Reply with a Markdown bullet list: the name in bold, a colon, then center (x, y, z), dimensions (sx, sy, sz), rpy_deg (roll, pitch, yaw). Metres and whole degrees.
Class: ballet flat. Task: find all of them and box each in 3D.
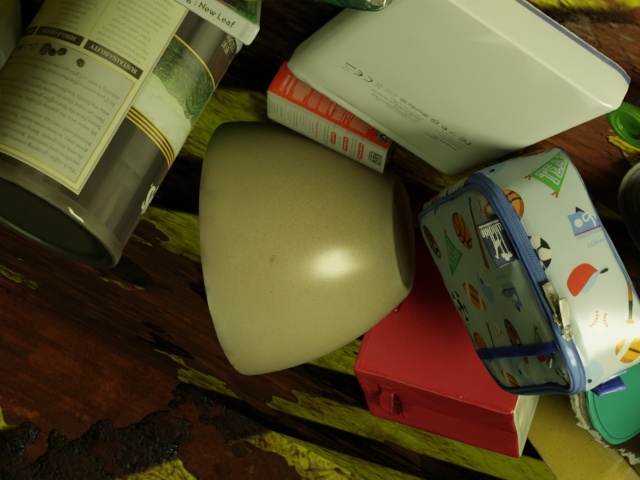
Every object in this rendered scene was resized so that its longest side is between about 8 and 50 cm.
- **ballet flat**: center (0.373, 0.187, 1.853), dimensions (0.147, 0.147, 0.409), rpy_deg (13, 157, 40)

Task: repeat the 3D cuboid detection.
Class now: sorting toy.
- **sorting toy**: center (0.291, -0.101, 1.304), dimensions (0.102, 0.042, 0.061), rpy_deg (17, 148, 54)

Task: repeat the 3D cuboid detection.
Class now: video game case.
- **video game case**: center (-0.139, -0.249, 1.395), dimensions (0.193, 0.023, 0.212), rpy_deg (31, -167, -9)

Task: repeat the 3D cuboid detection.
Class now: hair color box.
- **hair color box**: center (0.015, -0.129, 1.631), dimensions (0.141, 0.043, 0.072), rpy_deg (27, 163, 6)

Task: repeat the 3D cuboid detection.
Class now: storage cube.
- **storage cube**: center (0.169, 0.121, 1.839), dimensions (0.193, 0.215, 0.183), rpy_deg (16, 159, 16)

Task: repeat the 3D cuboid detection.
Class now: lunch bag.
- **lunch bag**: center (0.206, 0.043, 1.521), dimensions (0.303, 0.115, 0.243), rpy_deg (154, 93, -80)

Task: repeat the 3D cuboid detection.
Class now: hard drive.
- **hard drive**: center (0.113, -0.153, 1.415), dimensions (0.210, 0.040, 0.319), rpy_deg (32, 163, -13)

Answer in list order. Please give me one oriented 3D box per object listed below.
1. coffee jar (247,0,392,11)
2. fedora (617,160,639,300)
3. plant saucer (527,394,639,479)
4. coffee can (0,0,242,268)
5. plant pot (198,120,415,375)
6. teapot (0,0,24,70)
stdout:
- **coffee jar**: center (-0.015, -0.241, 1.268), dimensions (0.184, 0.096, 0.079), rpy_deg (11, 158, 42)
- **fedora**: center (0.373, 0.045, 1.442), dimensions (0.244, 0.124, 0.275), rpy_deg (20, 161, 23)
- **plant saucer**: center (0.358, 0.286, 2.039), dimensions (0.333, 0.081, 0.332), rpy_deg (45, -171, -43)
- **coffee can**: center (-0.230, -0.139, 1.583), dimensions (0.201, 0.275, 0.201), rpy_deg (26, 163, 8)
- **plant pot**: center (0.000, 0.000, 1.716), dimensions (0.191, 0.284, 0.284), rpy_deg (-6, 152, 14)
- **teapot**: center (-0.367, -0.170, 1.888), dimensions (0.256, 0.187, 0.252), rpy_deg (-21, 154, 34)
